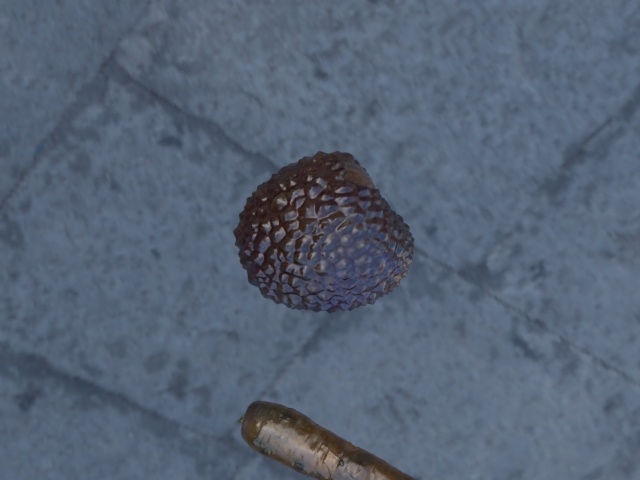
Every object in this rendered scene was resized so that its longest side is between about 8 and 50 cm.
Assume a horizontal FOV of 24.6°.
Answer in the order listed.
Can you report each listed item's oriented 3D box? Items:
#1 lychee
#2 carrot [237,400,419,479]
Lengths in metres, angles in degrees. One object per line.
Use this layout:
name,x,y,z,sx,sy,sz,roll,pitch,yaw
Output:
lychee,0.000,0.000,1.609,0.188,0.188,0.188,-9,126,-13
carrot,0.022,0.144,0.911,0.165,0.035,0.036,26,119,12
